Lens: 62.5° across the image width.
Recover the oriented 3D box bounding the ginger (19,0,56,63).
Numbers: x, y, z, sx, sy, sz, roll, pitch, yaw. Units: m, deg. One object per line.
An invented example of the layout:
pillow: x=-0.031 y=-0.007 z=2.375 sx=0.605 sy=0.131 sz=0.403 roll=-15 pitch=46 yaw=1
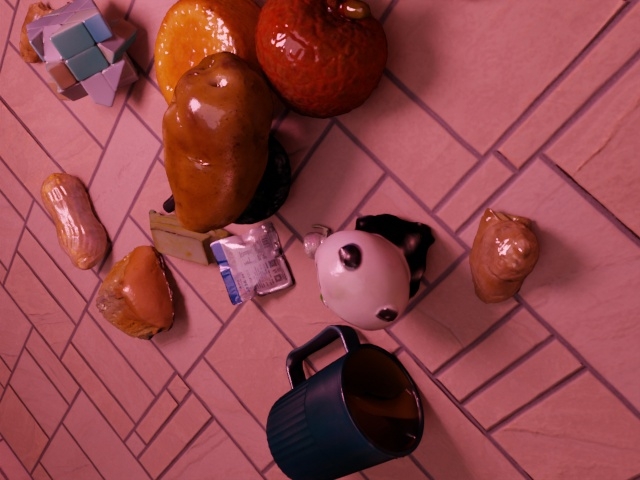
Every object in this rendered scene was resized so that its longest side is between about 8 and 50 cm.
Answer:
ginger: x=-0.808 y=-0.598 z=1.502 sx=0.205 sy=0.081 sz=0.115 roll=-30 pitch=120 yaw=26

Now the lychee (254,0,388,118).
lychee: x=0.003 y=-0.367 z=0.990 sx=0.255 sy=0.255 sz=0.300 roll=46 pitch=132 yaw=12

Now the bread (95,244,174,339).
bread: x=-0.525 y=0.154 z=1.510 sx=0.204 sy=0.163 sz=0.262 roll=-28 pitch=80 yaw=32

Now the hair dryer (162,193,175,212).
hair dryer: x=-0.374 y=-0.192 z=1.386 sx=0.196 sy=0.075 sz=0.219 roll=-22 pitch=83 yaw=43

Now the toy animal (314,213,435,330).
toy animal: x=0.093 y=0.067 z=1.051 sx=0.213 sy=0.267 sz=0.212 roll=13 pitch=116 yaw=29

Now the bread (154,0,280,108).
bread: x=-0.223 y=-0.392 z=1.153 sx=0.312 sy=0.172 sz=0.312 roll=12 pitch=113 yaw=29

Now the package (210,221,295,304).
package: x=-0.170 y=0.059 z=1.314 sx=0.173 sy=0.027 sz=0.171 roll=-19 pitch=95 yaw=10

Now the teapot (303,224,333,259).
teapot: x=0.000 y=0.000 z=1.211 sx=0.064 sy=0.064 sz=0.083 roll=-12 pitch=67 yaw=26

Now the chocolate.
chocolate: x=-0.744 y=-0.061 z=1.601 sx=0.134 sy=0.134 sz=0.309 roll=-22 pitch=89 yaw=34

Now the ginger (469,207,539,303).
ginger: x=0.342 y=0.053 z=0.987 sx=0.115 sy=0.122 sz=0.193 roll=8 pitch=116 yaw=8

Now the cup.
cup: x=0.027 y=0.381 z=1.199 sx=0.308 sy=0.242 sz=0.292 roll=52 pitch=126 yaw=5

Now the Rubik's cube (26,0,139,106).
Rubik's cube: x=-0.579 y=-0.470 z=1.330 sx=0.224 sy=0.265 sz=0.213 roll=54 pitch=172 yaw=44

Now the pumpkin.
pumpkin: x=-0.177 y=-0.151 z=1.206 sx=0.233 sy=0.163 sz=0.233 roll=11 pitch=114 yaw=27

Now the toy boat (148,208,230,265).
toy boat: x=-0.364 y=-0.005 z=1.401 sx=0.276 sy=0.084 sz=0.111 roll=17 pitch=134 yaw=25

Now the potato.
potato: x=-0.208 y=-0.176 z=1.035 sx=0.176 sy=0.196 sz=0.369 roll=52 pitch=135 yaw=49
